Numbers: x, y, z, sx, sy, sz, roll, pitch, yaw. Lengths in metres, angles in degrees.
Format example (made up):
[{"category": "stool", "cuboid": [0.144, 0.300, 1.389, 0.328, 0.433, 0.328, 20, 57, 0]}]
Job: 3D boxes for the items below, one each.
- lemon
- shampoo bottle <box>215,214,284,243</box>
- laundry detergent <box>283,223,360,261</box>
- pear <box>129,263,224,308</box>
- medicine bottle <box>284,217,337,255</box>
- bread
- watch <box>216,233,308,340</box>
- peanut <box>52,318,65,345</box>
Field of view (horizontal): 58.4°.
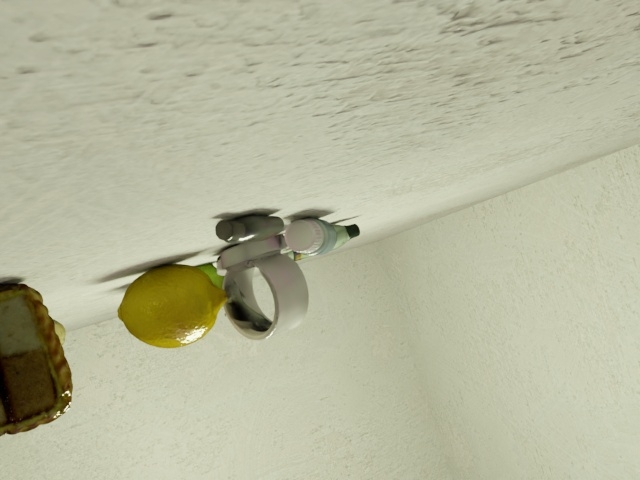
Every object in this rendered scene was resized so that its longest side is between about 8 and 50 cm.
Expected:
[{"category": "lemon", "cuboid": [-0.327, 0.145, 1.261, 0.243, 0.187, 0.187, -6, 175, -6]}, {"category": "shampoo bottle", "cuboid": [-0.121, -0.018, 0.941, 0.079, 0.040, 0.165, -17, 177, 17]}, {"category": "laundry detergent", "cuboid": [0.000, 0.000, 1.545, 0.225, 0.070, 0.099, -17, 166, -16]}, {"category": "pear", "cuboid": [-0.380, 0.167, 1.598, 0.292, 0.160, 0.292, -20, 176, -1]}, {"category": "medicine bottle", "cuboid": [-0.020, -0.009, 1.220, 0.083, 0.084, 0.203, -18, 175, 10]}, {"category": "bread", "cuboid": [-0.478, 0.181, 0.846, 0.181, 0.223, 0.096, -20, 179, -19]}, {"category": "watch", "cuboid": [-0.139, 0.116, 1.379, 0.244, 0.232, 0.196, -25, 174, 43]}, {"category": "peanut", "cuboid": [-0.746, 0.254, 1.420, 0.130, 0.130, 0.290, -18, 178, 16]}]
